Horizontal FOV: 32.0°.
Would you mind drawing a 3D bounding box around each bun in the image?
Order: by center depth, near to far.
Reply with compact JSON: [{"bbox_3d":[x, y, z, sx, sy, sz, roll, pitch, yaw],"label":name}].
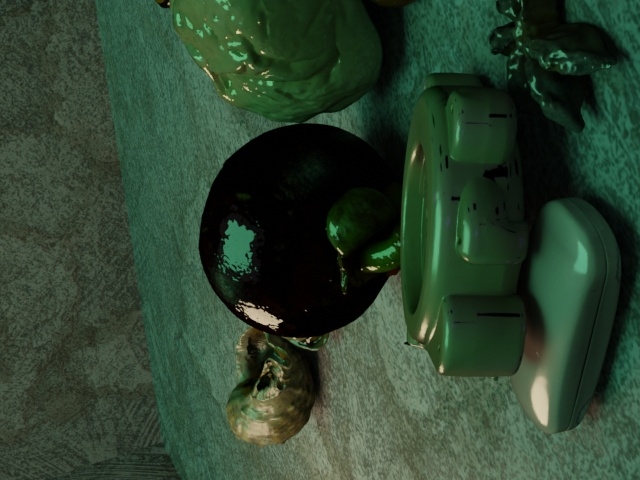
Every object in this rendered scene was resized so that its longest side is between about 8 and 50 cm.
[{"bbox_3d":[-0.082,-0.314,1.502,0.349,0.227,0.352,56,-179,3],"label":"bun"}]

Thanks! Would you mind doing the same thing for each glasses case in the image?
[{"bbox_3d":[0.259,0.087,1.204,0.113,0.075,0.297,-121,25,-45],"label":"glasses case"}]

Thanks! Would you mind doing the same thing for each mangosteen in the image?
[{"bbox_3d":[0.000,0.000,1.554,0.359,0.306,0.306,27,134,32],"label":"mangosteen"}]

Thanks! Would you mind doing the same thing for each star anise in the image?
[{"bbox_3d":[0.216,-0.199,1.133,0.172,0.063,0.208,115,136,-63],"label":"star anise"}]

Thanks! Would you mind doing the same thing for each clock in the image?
[{"bbox_3d":[0.158,-0.025,1.255,0.284,0.114,0.310,-98,10,-76],"label":"clock"}]

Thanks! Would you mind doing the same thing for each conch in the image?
[{"bbox_3d":[-0.082,0.282,2.174,0.291,0.158,0.210,128,148,-49],"label":"conch"}]

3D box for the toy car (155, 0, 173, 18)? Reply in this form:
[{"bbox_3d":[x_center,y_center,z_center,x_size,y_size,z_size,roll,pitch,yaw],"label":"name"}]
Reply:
[{"bbox_3d":[-0.174,-0.468,1.839,0.142,0.200,0.248,-1,106,47],"label":"toy car"}]

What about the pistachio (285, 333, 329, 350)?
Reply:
[{"bbox_3d":[-0.050,0.106,2.016,0.129,0.131,0.206,26,-157,-52],"label":"pistachio"}]

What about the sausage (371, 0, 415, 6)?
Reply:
[{"bbox_3d":[0.062,-0.363,1.403,0.179,0.089,0.089,59,156,18],"label":"sausage"}]
